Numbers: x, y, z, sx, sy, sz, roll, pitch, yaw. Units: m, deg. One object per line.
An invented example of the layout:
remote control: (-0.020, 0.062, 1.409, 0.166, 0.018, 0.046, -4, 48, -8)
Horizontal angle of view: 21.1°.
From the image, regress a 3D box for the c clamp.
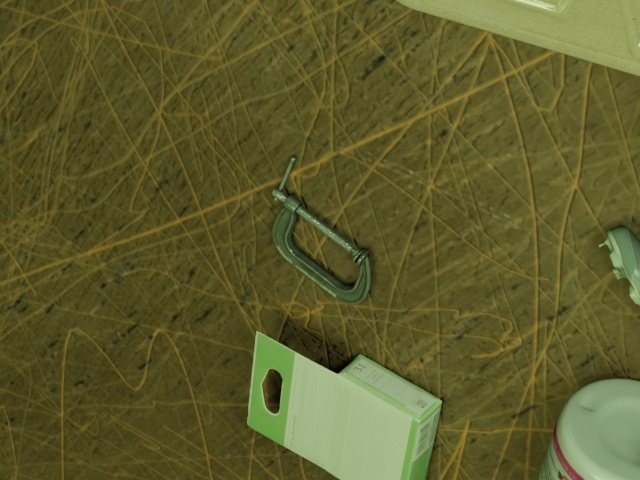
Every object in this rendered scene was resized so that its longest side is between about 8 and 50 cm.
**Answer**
c clamp: (0.000, 0.000, 1.957, 0.160, 0.022, 0.137, 41, 138, 9)

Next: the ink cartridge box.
ink cartridge box: (0.025, 0.209, 2.069, 0.235, 0.056, 0.171, 30, 135, 24)

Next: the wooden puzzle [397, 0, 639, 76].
wooden puzzle: (0.254, -0.297, 1.410, 0.347, 0.080, 0.322, 19, 126, 1)

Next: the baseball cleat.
baseball cleat: (0.364, 0.060, 1.674, 0.109, 0.072, 0.206, -32, 81, 13)

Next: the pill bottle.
pill bottle: (0.299, 0.295, 1.822, 0.160, 0.160, 0.283, 30, 135, 20)
